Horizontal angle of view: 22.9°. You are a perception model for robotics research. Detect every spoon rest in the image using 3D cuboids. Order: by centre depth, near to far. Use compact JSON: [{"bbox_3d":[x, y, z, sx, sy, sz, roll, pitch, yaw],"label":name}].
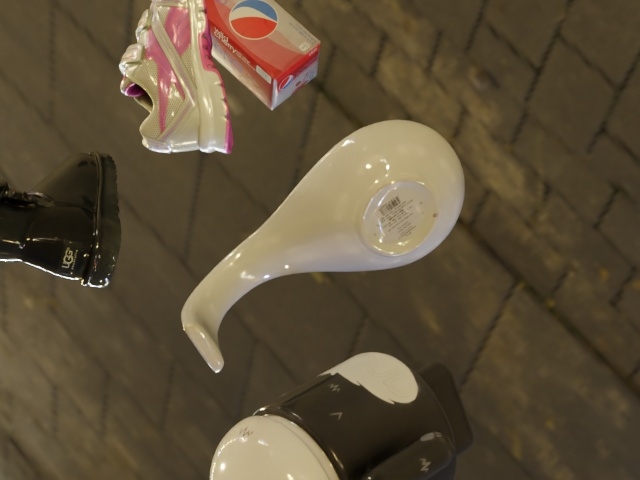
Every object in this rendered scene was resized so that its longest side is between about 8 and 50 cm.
[{"bbox_3d":[0.000,0.000,1.351,0.137,0.276,0.084,59,174,-30],"label":"spoon rest"}]

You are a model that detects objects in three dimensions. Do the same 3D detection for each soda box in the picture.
[{"bbox_3d":[-0.121,-0.301,2.128,0.263,0.092,0.083,43,158,16],"label":"soda box"}]

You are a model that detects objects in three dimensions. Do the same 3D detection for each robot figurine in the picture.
[{"bbox_3d":[0.023,0.220,1.569,0.173,0.278,0.209,47,142,23],"label":"robot figurine"}]

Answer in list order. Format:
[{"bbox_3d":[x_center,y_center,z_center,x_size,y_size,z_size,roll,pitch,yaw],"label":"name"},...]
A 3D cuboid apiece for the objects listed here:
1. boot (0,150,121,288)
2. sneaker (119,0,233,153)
[{"bbox_3d":[-0.307,-0.043,1.543,0.246,0.207,0.094,-114,42,-63],"label":"boot"},{"bbox_3d":[-0.172,-0.207,1.747,0.103,0.111,0.252,88,169,-70],"label":"sneaker"}]
